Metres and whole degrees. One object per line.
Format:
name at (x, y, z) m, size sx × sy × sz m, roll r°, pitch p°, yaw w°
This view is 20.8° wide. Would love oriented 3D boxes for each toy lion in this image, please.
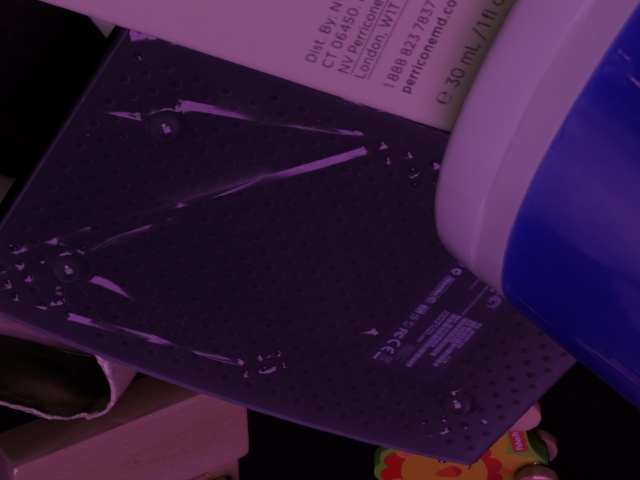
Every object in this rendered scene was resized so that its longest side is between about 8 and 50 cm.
toy lion at (0.073, 0.107, 0.914) m, size 0.096 × 0.034 × 0.100 m, roll -7°, pitch 136°, yaw 12°

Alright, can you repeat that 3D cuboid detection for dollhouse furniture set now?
dollhouse furniture set at (-0.124, 0.112, 0.855) m, size 0.144 × 0.123 × 0.151 m, roll -20°, pitch 132°, yaw -22°

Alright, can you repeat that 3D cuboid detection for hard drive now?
hard drive at (0.000, 0.000, 0.720) m, size 0.255 × 0.054 × 0.172 m, roll 21°, pitch 128°, yaw -24°

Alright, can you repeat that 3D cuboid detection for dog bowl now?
dog bowl at (0.162, -0.065, 0.538) m, size 0.265 × 0.104 × 0.265 m, roll -42°, pitch 162°, yaw -18°

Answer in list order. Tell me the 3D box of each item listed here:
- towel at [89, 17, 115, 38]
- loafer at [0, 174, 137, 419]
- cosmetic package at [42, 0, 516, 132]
towel at (0.081, -0.117, 0.678) m, size 0.325 × 0.038 × 0.248 m, roll -25°, pitch 132°, yaw 18°
loafer at (-0.189, 0.013, 0.739) m, size 0.269 × 0.092 × 0.102 m, roll 10°, pitch 132°, yaw -18°
cosmetic package at (-0.078, -0.159, 0.504) m, size 0.309 × 0.160 × 0.113 m, roll 17°, pitch 131°, yaw -14°
